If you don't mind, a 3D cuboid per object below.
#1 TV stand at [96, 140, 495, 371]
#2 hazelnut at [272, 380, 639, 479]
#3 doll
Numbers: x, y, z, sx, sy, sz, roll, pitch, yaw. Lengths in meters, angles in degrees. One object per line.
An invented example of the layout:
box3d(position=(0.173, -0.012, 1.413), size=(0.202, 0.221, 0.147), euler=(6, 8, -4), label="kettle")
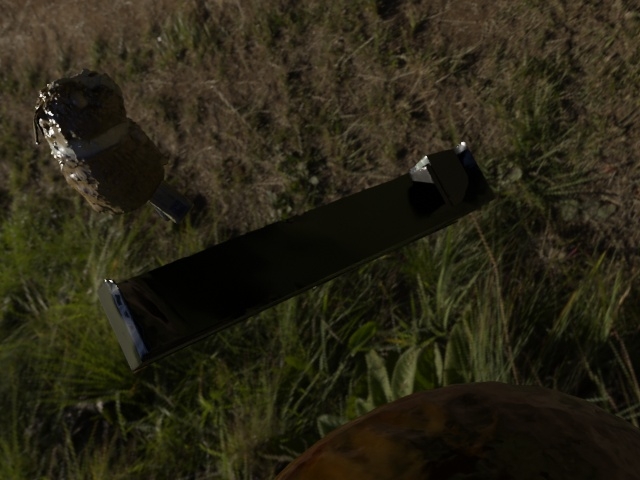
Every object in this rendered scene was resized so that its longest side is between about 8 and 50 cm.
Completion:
box3d(position=(0.000, 0.000, 0.393), size=(0.049, 0.257, 0.040), euler=(64, 148, 6), label="TV stand")
box3d(position=(0.090, 0.300, 0.441), size=(0.353, 0.420, 0.420), euler=(21, 133, 2), label="hazelnut")
box3d(position=(-0.237, -0.094, 0.750), size=(0.105, 0.115, 0.221), euler=(17, 154, 33), label="doll")
